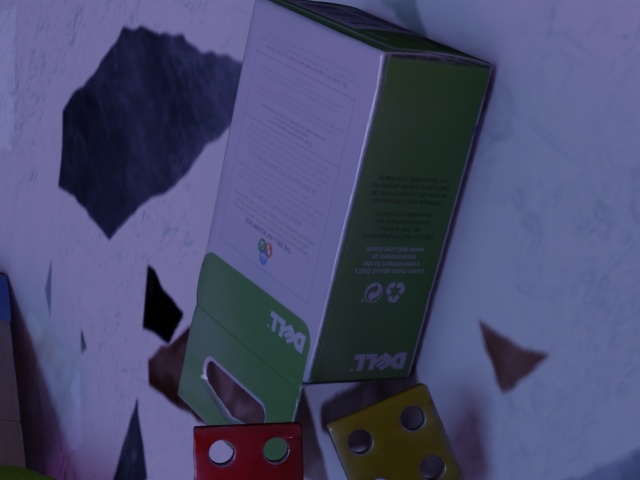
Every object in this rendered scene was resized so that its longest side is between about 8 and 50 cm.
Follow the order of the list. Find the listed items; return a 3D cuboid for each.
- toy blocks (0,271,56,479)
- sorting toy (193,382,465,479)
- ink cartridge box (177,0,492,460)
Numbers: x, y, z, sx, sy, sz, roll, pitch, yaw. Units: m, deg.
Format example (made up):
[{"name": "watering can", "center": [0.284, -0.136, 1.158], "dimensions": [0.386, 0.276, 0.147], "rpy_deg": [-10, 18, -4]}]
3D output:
[{"name": "toy blocks", "center": [-0.310, 0.192, 1.017], "dimensions": [0.381, 0.191, 0.261], "rpy_deg": [-59, 33, 33]}, {"name": "sorting toy", "center": [0.009, 0.197, 0.569], "dimensions": [0.046, 0.132, 0.274], "rpy_deg": [175, 96, -81]}, {"name": "ink cartridge box", "center": [0.000, 0.000, 0.655], "dimensions": [0.109, 0.062, 0.209], "rpy_deg": [34, 116, 50]}]
